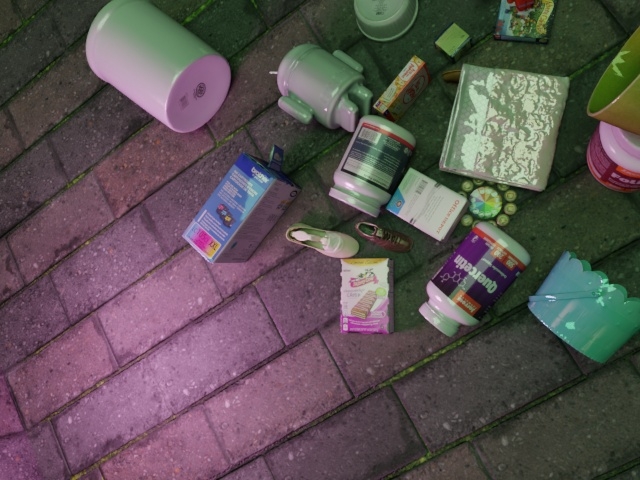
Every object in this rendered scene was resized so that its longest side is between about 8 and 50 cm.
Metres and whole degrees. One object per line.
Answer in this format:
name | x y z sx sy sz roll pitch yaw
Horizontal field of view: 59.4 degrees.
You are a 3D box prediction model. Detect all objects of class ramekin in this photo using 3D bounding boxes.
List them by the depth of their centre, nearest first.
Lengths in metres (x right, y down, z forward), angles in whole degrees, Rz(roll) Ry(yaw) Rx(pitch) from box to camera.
ramekin | 0.205 -0.758 1.807 0.207 0.109 0.207 -2 84 18

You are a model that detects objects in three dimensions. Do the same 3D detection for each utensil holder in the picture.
utensil holder | -0.549 -0.604 1.943 0.385 0.327 0.328 37 97 16

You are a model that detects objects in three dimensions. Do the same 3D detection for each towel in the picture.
towel | 0.536 -0.335 1.645 0.317 0.053 0.332 12 95 8

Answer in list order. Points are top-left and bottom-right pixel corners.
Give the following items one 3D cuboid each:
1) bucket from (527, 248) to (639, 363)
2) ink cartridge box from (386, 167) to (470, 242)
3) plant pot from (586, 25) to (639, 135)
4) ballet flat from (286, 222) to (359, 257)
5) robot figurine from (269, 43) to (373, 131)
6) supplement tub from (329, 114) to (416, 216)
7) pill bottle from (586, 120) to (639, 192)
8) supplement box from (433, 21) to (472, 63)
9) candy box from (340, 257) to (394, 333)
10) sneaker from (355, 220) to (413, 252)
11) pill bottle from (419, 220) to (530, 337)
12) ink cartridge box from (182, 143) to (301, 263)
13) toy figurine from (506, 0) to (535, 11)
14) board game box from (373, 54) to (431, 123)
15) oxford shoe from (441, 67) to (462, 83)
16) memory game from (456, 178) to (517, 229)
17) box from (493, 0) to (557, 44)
bucket | 0.697 0.172 1.468 0.281 0.281 0.183 40 106 18
ink cartridge box | 0.328 -0.106 1.708 0.203 0.086 0.148 34 97 22
plant pot | 0.742 -0.290 1.103 0.293 0.275 0.275 32 96 2
ballet flat | 0.000 0.000 1.820 0.248 0.086 0.086 14 89 19
robot figurine | 0.005 -0.496 1.802 0.353 0.200 0.300 37 67 18
supplement tub | 0.158 -0.228 1.729 0.191 0.191 0.272 27 94 19
pill bottle | 0.808 -0.258 1.402 0.224 0.392 0.224 -2 84 19
supplement box | 0.413 -0.615 1.749 0.083 0.056 0.083 -46 73 10
candy box | 0.146 0.173 1.758 0.159 0.071 0.233 -2 84 19
sneaker | 0.194 -0.011 1.759 0.188 0.071 0.066 19 91 20
pill bottle | 0.432 0.116 1.607 0.181 0.181 0.323 40 98 18
ink cartridge box | -0.226 -0.119 1.808 0.151 0.270 0.395 42 98 12
toy figurine | 0.564 -0.799 1.618 0.213 0.148 0.209 35 97 20
board game box | 0.256 -0.458 1.741 0.045 0.147 0.193 42 99 18
oxford shoe | 0.469 -0.478 1.710 0.212 0.076 0.076 15 96 19
memory game | 0.498 -0.114 1.696 0.186 0.012 0.186 -2 84 19
box | 0.628 -0.717 1.691 0.159 0.044 0.233 12 89 20
